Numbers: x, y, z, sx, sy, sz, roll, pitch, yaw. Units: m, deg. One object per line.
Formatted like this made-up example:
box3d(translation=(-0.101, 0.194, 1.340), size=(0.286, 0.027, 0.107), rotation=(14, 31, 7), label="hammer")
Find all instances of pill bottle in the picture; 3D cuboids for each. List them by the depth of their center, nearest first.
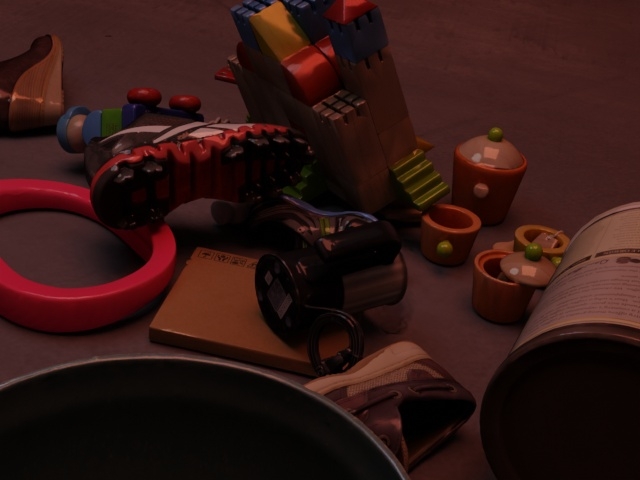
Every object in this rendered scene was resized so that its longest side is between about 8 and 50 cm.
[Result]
box3d(translation=(-0.094, -0.045, 1.164), size=(0.043, 0.043, 0.083), rotation=(30, 36, 33), label="pill bottle")

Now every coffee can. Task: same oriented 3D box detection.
box3d(translation=(0.277, 0.105, 0.833), size=(0.201, 0.202, 0.275), rotation=(19, 31, 19), label="coffee can")

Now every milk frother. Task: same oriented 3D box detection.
box3d(translation=(0.030, 0.063, 0.932), size=(0.134, 0.129, 0.143), rotation=(-13, 80, -31), label="milk frother")

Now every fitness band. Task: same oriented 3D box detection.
box3d(translation=(-0.283, 0.004, 1.030), size=(0.209, 0.054, 0.291), rotation=(-20, 39, -35), label="fitness band")

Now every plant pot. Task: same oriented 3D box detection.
box3d(translation=(-0.097, 0.229, 0.529), size=(0.293, 0.196, 0.293), rotation=(6, 29, -3), label="plant pot")

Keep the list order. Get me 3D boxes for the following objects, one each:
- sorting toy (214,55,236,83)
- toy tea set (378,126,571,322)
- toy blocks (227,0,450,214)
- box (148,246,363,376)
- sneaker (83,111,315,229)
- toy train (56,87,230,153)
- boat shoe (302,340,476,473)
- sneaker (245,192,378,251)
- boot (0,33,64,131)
box3d(translation=(-0.043, -0.284, 1.594), size=(0.274, 0.046, 0.132), rotation=(16, 30, 14), label="sorting toy")
box3d(translation=(0.205, -0.039, 1.146), size=(0.200, 0.124, 0.336), rotation=(-5, 32, -22), label="toy tea set")
box3d(translation=(-0.014, -0.207, 1.195), size=(0.190, 0.261, 0.381), rotation=(-33, 37, -15), label="toy blocks")
box3d(translation=(-0.058, 0.073, 0.988), size=(0.201, 0.021, 0.164), rotation=(12, 31, 5), label="box")
box3d(translation=(-0.142, -0.096, 1.071), size=(0.276, 0.098, 0.135), rotation=(-14, 39, -29), label="sneaker")
box3d(translation=(-0.221, -0.139, 1.267), size=(0.143, 0.105, 0.248), rotation=(3, 3, 26), label="toy train")
box3d(translation=(0.033, 0.166, 0.772), size=(0.092, 0.103, 0.285), rotation=(22, 26, 31), label="boat shoe")
box3d(translation=(0.000, 0.000, 1.104), size=(0.188, 0.067, 0.078), rotation=(15, 49, 11), label="sneaker")
box3d(translation=(-0.475, -0.237, 1.355), size=(0.206, 0.090, 0.248), rotation=(1, 34, -17), label="boot")
